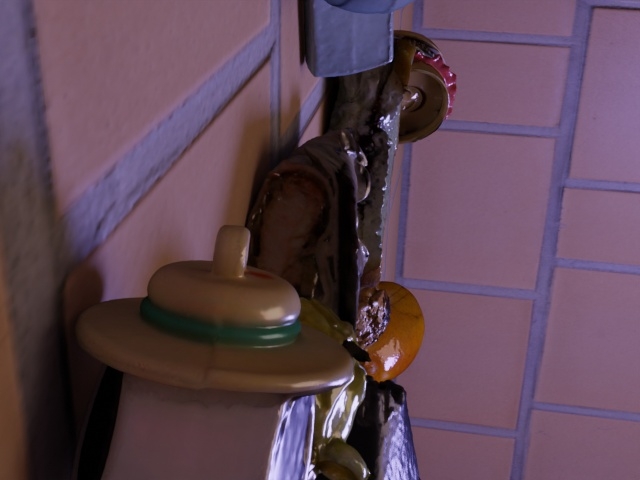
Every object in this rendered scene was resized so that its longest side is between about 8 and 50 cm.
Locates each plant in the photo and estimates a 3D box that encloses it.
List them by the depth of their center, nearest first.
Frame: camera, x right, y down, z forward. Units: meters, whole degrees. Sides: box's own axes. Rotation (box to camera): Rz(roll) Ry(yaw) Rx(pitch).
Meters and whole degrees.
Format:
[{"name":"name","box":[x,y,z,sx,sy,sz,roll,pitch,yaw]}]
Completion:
[{"name":"plant","box":[0.042,0.295,1.128,0.164,0.141,0.256,-3,102,-62]}]

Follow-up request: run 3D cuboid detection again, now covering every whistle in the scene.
[{"name":"whistle","box":[0.047,-0.261,0.880,0.163,0.163,0.290,-76,168,-46]}]

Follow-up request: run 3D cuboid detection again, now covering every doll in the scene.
[{"name":"doll","box":[-0.059,0.152,0.442,0.208,0.143,0.271,100,-4,-54]}]

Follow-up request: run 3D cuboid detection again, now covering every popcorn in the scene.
[{"name":"popcorn","box":[-0.031,0.106,0.649,0.141,0.162,0.136,19,111,-46]}]

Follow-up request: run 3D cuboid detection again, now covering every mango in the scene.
[{"name":"mango","box":[0.090,0.146,1.510,0.252,0.153,0.126,-46,150,-56]}]

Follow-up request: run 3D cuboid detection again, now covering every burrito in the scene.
[{"name":"burrito","box":[-0.003,-0.012,0.885,0.348,0.107,0.175,-68,146,-70]}]

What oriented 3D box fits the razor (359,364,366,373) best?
[{"name":"razor","box":[-0.006,0.273,1.241,0.111,0.056,0.278,28,-68,59]}]

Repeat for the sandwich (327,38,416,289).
[{"name":"sandwich","box":[0.056,-0.113,1.229,0.254,0.099,0.288,95,5,-55]}]

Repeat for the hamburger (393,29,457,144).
[{"name":"hamburger","box":[0.119,-0.240,1.405,0.137,0.175,0.175,-92,179,-46]}]

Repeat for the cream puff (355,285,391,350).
[{"name":"cream puff","box":[0.050,0.105,1.344,0.119,0.104,0.133,95,5,-57]}]
